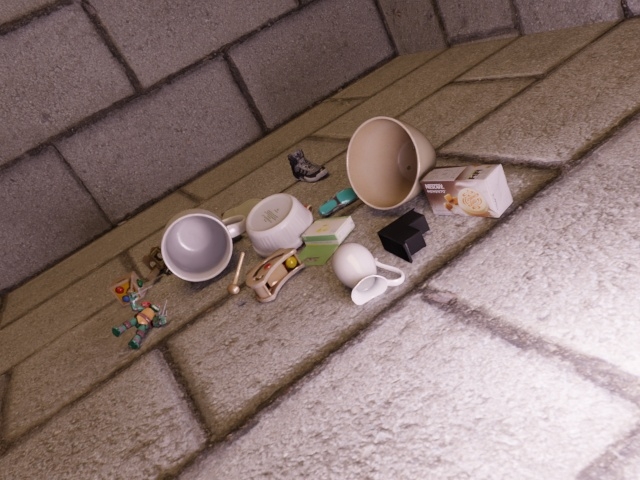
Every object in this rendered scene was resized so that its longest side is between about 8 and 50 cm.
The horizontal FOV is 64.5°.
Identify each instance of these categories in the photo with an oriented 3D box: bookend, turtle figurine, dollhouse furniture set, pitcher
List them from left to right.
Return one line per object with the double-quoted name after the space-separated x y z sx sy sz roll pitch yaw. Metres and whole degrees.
-0.664 0.290 1.919 0.175 0.118 0.234 25 45 8 "turtle figurine"
-0.740 0.070 2.349 0.161 0.101 0.182 -39 15 16 "dollhouse furniture set"
0.137 0.086 1.515 0.178 0.125 0.207 -12 32 -15 "pitcher"
0.289 -0.019 1.595 0.157 0.072 0.156 -34 26 -14 "bookend"

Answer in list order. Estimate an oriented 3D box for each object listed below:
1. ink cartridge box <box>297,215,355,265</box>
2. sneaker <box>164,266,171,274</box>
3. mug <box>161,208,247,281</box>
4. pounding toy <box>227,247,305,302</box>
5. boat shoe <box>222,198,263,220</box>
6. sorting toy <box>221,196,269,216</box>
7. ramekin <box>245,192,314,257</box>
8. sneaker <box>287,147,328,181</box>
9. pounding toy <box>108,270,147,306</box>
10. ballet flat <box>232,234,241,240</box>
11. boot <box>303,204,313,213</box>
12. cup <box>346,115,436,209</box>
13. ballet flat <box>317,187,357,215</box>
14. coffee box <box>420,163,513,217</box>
0.000 0.000 1.873 0.171 0.056 0.235 -3 33 42 "ink cartridge box"
-0.683 0.121 2.353 0.109 0.040 0.044 -51 4 -32 "sneaker"
-0.481 -0.018 2.150 0.374 0.276 0.328 -22 16 -11 "mug"
-0.196 0.105 1.747 0.270 0.154 0.154 -37 24 -15 "pounding toy"
-0.315 -0.120 2.344 0.320 0.116 0.099 -12 -10 38 "boat shoe"
-0.365 -0.162 2.510 0.193 0.038 0.208 -18 5 20 "sorting toy"
-0.172 -0.071 2.018 0.273 0.127 0.272 -18 41 16 "ramekin"
-0.078 -0.383 2.561 0.101 0.153 0.269 -41 28 -25 "sneaker"
-0.836 0.206 2.221 0.141 0.130 0.100 -25 25 5 "pounding toy"
-0.453 -0.035 2.354 0.213 0.068 0.072 0 73 43 "ballet flat"
-0.087 -0.106 2.160 0.085 0.059 0.158 -7 31 28 "boot"
0.294 -0.292 1.887 0.331 0.330 0.237 0 10 45 "cup"
0.068 -0.161 2.107 0.189 0.070 0.070 -28 25 -9 "ballet flat"
0.460 -0.158 1.609 0.098 0.141 0.247 -42 29 -27 "coffee box"
